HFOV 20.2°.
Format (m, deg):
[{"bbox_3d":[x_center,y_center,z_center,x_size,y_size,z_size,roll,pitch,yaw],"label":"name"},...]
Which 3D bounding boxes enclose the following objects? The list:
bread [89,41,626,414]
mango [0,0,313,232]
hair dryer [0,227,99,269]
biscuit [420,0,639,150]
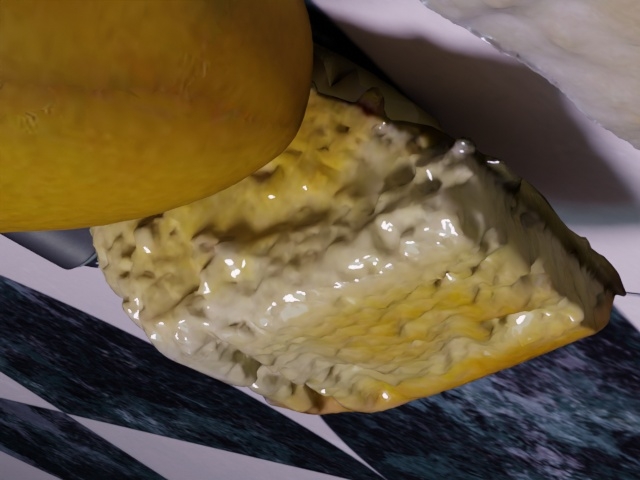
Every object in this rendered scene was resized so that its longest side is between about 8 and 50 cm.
[{"bbox_3d":[0.000,0.000,0.863,0.262,0.163,0.204,28,179,38],"label":"bread"},{"bbox_3d":[-0.213,-0.127,0.669,0.445,0.232,0.300,18,160,-18],"label":"mango"},{"bbox_3d":[-0.216,-0.042,1.181,0.195,0.078,0.248,33,169,-28],"label":"hair dryer"},{"bbox_3d":[0.071,-0.112,0.640,0.290,0.038,0.141,33,160,-25],"label":"biscuit"}]
